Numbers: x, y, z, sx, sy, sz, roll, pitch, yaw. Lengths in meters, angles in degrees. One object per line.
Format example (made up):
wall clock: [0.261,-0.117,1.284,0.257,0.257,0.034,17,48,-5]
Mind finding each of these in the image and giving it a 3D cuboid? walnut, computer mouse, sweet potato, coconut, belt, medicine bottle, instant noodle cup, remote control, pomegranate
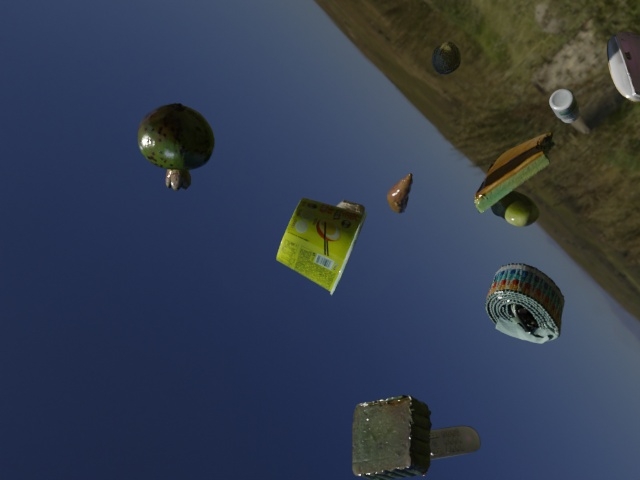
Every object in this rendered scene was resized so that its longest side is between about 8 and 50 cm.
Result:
walnut: [0.351,-0.506,1.726,0.092,0.092,0.092,41,-161,-17]
computer mouse: [0.895,-0.489,1.772,0.126,0.056,0.245,1,-113,-12]
sweet potato: [0.220,-0.134,1.740,0.068,0.068,0.226,53,166,20]
coconut: [0.103,-0.102,2.319,0.124,0.110,0.110,14,-162,5]
belt: [0.615,0.195,1.871,0.257,0.207,0.150,50,-127,-27]
medicine bottle: [0.842,-0.459,2.128,0.130,0.080,0.080,25,-153,-52]
instant noodle cup: [0.000,0.000,2.070,0.221,0.311,0.311,24,-161,1]
remote control: [0.292,0.518,1.567,0.044,0.229,0.073,92,169,-54]
pomegranate: [-0.384,-0.248,1.657,0.202,0.248,0.202,8,-149,-5]

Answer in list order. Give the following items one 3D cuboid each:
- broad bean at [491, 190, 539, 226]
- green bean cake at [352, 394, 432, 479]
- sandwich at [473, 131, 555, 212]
broad bean: [0.639,-0.105,2.041,0.174,0.124,0.082,42,154,43]
green bean cake: [0.166,0.457,1.432,0.094,0.181,0.173,32,-133,-34]
sandwich: [0.573,-0.206,1.814,0.063,0.212,0.245,44,-120,-12]
